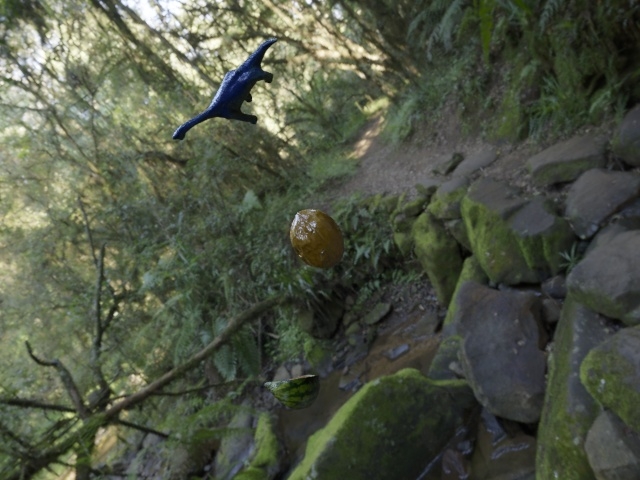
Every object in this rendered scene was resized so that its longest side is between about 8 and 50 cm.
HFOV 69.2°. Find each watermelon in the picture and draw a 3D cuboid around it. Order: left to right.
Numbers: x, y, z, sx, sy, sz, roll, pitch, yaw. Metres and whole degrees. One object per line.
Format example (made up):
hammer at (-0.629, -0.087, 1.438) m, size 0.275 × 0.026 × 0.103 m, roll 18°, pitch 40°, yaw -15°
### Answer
watermelon at (-0.044, 0.346, 1.111) m, size 0.163 × 0.087 × 0.069 m, roll 7°, pitch -57°, yaw -53°

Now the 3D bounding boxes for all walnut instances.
walnut at (0.000, 0.000, 0.819) m, size 0.091 × 0.121 × 0.052 m, roll -38°, pitch 17°, yaw -9°

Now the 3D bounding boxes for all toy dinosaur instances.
toy dinosaur at (-0.190, -0.308, 0.939) m, size 0.188 × 0.075 × 0.247 m, roll -21°, pitch -26°, yaw -49°
